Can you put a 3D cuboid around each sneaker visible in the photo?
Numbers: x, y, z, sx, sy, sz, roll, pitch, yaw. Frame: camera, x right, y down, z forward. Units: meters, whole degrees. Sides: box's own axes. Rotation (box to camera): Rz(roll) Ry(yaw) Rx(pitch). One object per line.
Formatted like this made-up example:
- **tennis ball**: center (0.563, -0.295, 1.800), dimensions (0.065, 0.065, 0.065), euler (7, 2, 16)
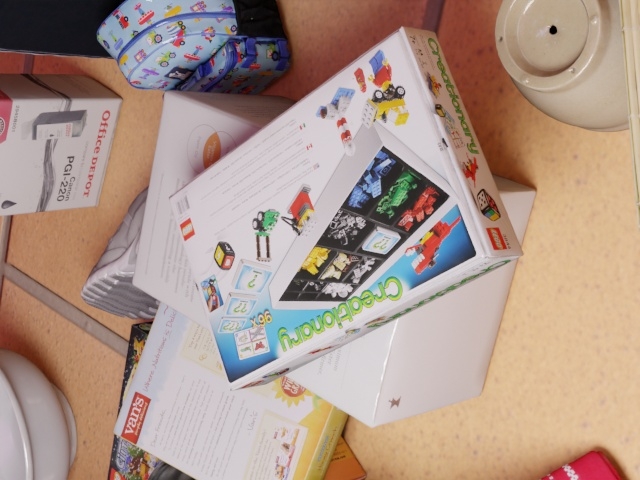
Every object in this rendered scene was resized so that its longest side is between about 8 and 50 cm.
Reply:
- **sneaker**: center (-0.195, 0.001, 1.329), dimensions (0.281, 0.105, 0.115), euler (-41, 34, 42)

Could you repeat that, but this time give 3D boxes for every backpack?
- **backpack**: center (-0.140, -0.209, 1.181), dimensions (0.158, 0.173, 0.116), euler (-29, 75, 40)

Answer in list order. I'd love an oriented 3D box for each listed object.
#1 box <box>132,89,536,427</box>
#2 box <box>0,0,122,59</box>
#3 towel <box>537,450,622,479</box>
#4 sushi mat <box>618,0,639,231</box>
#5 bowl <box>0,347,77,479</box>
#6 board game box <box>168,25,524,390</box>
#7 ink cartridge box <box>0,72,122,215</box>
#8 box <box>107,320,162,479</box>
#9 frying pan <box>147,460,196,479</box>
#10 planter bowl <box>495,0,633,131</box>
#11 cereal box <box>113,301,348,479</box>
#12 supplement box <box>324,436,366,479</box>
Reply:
- **box**: center (0.000, 0.000, 1.078), dimensions (0.345, 0.168, 0.215), euler (26, 110, 39)
- **box**: center (-0.239, -0.518, 1.165), dimensions (0.480, 0.297, 0.471), euler (-37, 68, 39)
- **towel**: center (0.173, 0.321, 0.928), dimensions (0.199, 0.275, 0.031), euler (60, 173, 20)
- **sushi mat**: center (0.301, -0.167, 0.832), dimensions (0.151, 0.019, 0.316), euler (-5, 91, 3)
- **bowl**: center (-0.430, 0.273, 1.525), dimensions (0.298, 0.134, 0.297), euler (5, 98, 41)
- **board game box**: center (0.004, -0.015, 0.922), dimensions (0.305, 0.053, 0.193), euler (-30, 72, 39)
- **ink cartridge box**: center (-0.366, -0.119, 1.368), dimensions (0.092, 0.218, 0.158), euler (31, 115, 30)
- **box**: center (-0.183, 0.235, 1.353), dimensions (0.159, 0.044, 0.233), euler (24, 110, 38)
- **frying pan**: center (-0.157, 0.360, 1.267), dimensions (0.326, 0.053, 0.197), euler (-41, 79, 30)
- **planter bowl**: center (0.211, -0.169, 0.907), dimensions (0.162, 0.109, 0.162), euler (6, 99, 42)
- **cereal box**: center (-0.090, 0.167, 1.150), dimensions (0.240, 0.047, 0.173), euler (22, 92, 30)
- **supplement box**: center (-0.051, 0.185, 1.207), dimensions (0.078, 0.080, 0.233), euler (-49, 64, 33)
